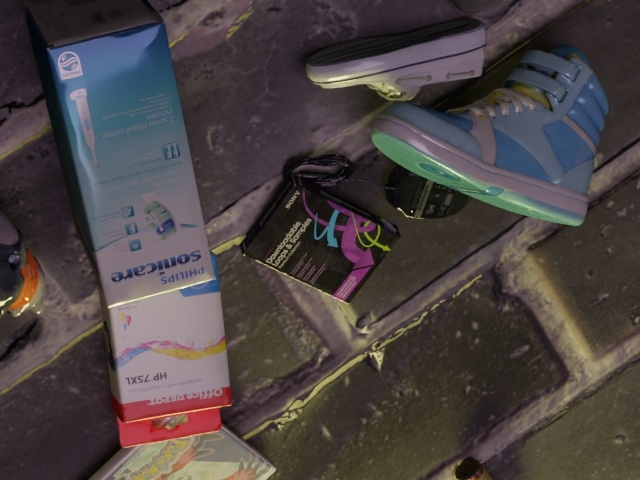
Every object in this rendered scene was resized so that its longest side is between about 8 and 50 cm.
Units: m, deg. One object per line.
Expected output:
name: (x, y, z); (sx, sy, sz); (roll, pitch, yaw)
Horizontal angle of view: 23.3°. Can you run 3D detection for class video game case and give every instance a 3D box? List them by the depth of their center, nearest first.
video game case: (-0.184, 0.306, 1.944); (0.201, 0.023, 0.183); (-44, 126, 4)

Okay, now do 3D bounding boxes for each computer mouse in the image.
computer mouse: (0.071, -0.074, 1.881); (0.242, 0.041, 0.071); (9, 127, -17)

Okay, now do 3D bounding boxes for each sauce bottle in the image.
sauce bottle: (0.229, 0.350, 2.109); (0.042, 0.042, 0.128); (-36, 120, -1)

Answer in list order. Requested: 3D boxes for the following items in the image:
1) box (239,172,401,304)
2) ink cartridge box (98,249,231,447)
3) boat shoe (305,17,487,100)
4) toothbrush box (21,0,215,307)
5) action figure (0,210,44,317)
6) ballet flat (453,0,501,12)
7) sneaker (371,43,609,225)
box: (0.000, 0.000, 1.876); (0.162, 0.029, 0.116); (26, 114, -25)
ink cartridge box: (-0.181, 0.131, 1.823); (0.134, 0.078, 0.231); (-9, 99, -16)
boat shoe: (0.095, -0.197, 1.804); (0.226, 0.083, 0.075); (-13, 115, -14)
toothbrush box: (-0.218, -0.110, 1.660); (0.126, 0.216, 0.295); (-14, 115, -12)
action figure: (-0.435, 0.074, 1.664); (0.330, 0.178, 0.341); (-5, 120, -50)
ballet flat: (0.248, -0.327, 1.822); (0.213, 0.072, 0.068); (-23, 145, -8)
sneaker: (0.208, -0.155, 1.820); (0.319, 0.127, 0.208); (20, 88, -37)
